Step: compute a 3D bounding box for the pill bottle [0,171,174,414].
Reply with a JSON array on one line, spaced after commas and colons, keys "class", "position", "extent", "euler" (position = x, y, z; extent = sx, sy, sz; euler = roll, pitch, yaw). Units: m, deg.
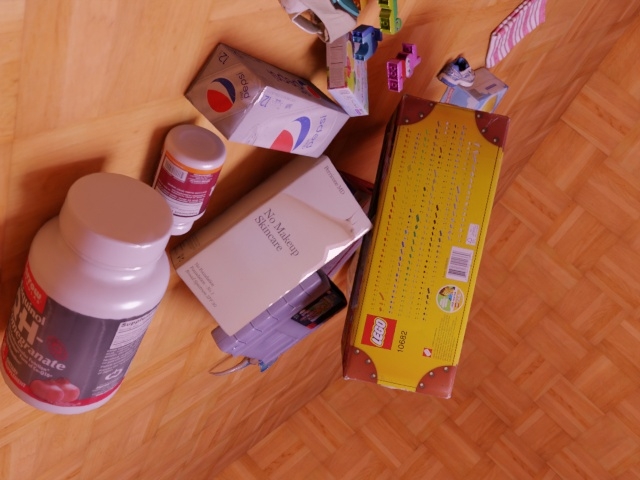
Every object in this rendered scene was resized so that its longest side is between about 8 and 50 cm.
[{"class": "pill bottle", "position": [-0.304, 0.071, 0.949], "extent": [0.176, 0.176, 0.319], "euler": [-24, 152, -51]}]

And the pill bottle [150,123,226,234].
[{"class": "pill bottle", "position": [-0.194, -0.082, 1.018], "extent": [0.086, 0.086, 0.152], "euler": [-28, 156, -45]}]

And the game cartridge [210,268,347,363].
[{"class": "game cartridge", "position": [-0.063, 0.155, 1.437], "extent": [0.230, 0.068, 0.355], "euler": [-32, 164, 2]}]

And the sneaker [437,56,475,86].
[{"class": "sneaker", "position": [0.317, -0.378, 1.607], "extent": [0.135, 0.052, 0.058], "euler": [-24, 149, -51]}]

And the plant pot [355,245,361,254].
[{"class": "plant pot", "position": [0.119, -0.024, 1.839], "extent": [0.134, 0.134, 0.095], "euler": [-50, 146, 12]}]

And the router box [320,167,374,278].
[{"class": "router box", "position": [0.000, 0.000, 1.663], "extent": [0.335, 0.082, 0.301], "euler": [-49, 162, 11]}]

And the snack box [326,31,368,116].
[{"class": "snack box", "position": [0.044, -0.266, 1.144], "extent": [0.141, 0.037, 0.100], "euler": [26, 63, -72]}]

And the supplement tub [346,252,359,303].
[{"class": "supplement tub", "position": [0.210, 0.079, 2.072], "extent": [0.235, 0.235, 0.325], "euler": [-34, 159, -33]}]

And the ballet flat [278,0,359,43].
[{"class": "ballet flat", "position": [-0.014, -0.317, 0.934], "extent": [0.086, 0.086, 0.248], "euler": [-49, 164, 9]}]

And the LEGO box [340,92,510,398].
[{"class": "LEGO box", "position": [0.182, 0.008, 1.391], "extent": [0.372, 0.193, 0.500], "euler": [-45, 147, -89]}]

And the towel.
[{"class": "towel", "position": [0.471, -0.508, 1.708], "extent": [0.197, 0.029, 0.144], "euler": [-44, 162, -5]}]

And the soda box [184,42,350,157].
[{"class": "soda box", "position": [-0.066, -0.193, 1.047], "extent": [0.091, 0.098, 0.286], "euler": [-51, 163, 17]}]

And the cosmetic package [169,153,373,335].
[{"class": "cosmetic package", "position": [-0.085, -0.001, 1.229], "extent": [0.309, 0.160, 0.113], "euler": [-38, -158, -4]}]

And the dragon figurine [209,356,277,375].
[{"class": "dragon figurine", "position": [-0.160, 0.298, 1.956], "extent": [0.289, 0.085, 0.144], "euler": [-43, 162, -14]}]

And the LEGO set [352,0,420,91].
[{"class": "LEGO set", "position": [0.097, -0.351, 1.066], "extent": [0.093, 0.087, 0.227], "euler": [-45, 141, -35]}]

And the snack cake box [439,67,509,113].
[{"class": "snack cake box", "position": [0.340, -0.288, 1.798], "extent": [0.152, 0.089, 0.264], "euler": [-32, 158, -41]}]
